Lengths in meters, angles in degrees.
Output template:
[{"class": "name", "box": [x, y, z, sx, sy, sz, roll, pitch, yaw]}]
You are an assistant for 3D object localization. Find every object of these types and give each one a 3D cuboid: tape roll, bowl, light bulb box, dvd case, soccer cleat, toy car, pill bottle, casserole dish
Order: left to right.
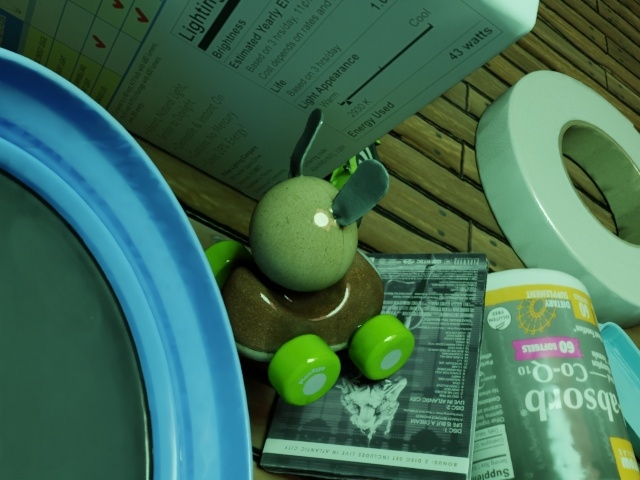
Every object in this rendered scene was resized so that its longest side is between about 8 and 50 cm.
[{"class": "bowl", "box": [-0.150, 0.102, 0.339, 0.391, 0.077, 0.392, -13, 90, -74]}, {"class": "light bulb box", "box": [-0.075, -0.244, 0.530, 0.361, 0.358, 0.225, 29, 61, -20]}, {"class": "toy car", "box": [0.000, 0.000, 0.535, 0.148, 0.189, 0.155, -10, 40, -36]}, {"class": "soccer cleat", "box": [0.038, -0.060, 0.732, 0.072, 0.060, 0.179, 34, 46, -32]}, {"class": "dvd case", "box": [0.054, 0.099, 0.591, 0.018, 0.164, 0.221, 69, 28, -44]}, {"class": "pill bottle", "box": [0.195, 0.179, 0.626, 0.162, 0.162, 0.279, 14, 56, -30]}, {"class": "tape roll", "box": [0.388, -0.067, 0.987, 0.391, 0.072, 0.392, 18, 54, -27]}, {"class": "casserole dish", "box": [0.376, 0.189, 0.844, 0.114, 0.037, 0.188, -33, 84, -44]}]
